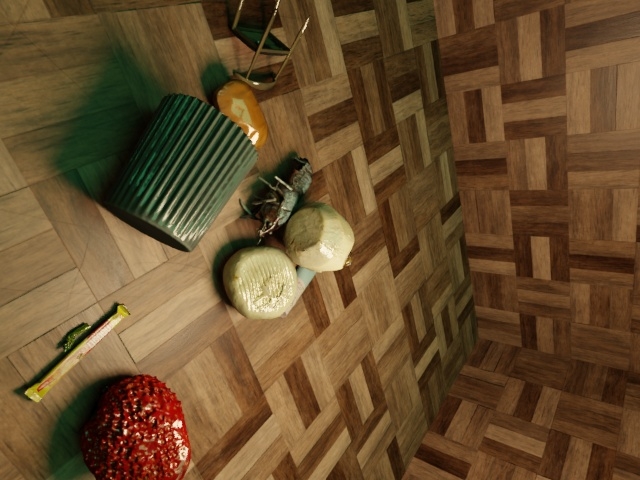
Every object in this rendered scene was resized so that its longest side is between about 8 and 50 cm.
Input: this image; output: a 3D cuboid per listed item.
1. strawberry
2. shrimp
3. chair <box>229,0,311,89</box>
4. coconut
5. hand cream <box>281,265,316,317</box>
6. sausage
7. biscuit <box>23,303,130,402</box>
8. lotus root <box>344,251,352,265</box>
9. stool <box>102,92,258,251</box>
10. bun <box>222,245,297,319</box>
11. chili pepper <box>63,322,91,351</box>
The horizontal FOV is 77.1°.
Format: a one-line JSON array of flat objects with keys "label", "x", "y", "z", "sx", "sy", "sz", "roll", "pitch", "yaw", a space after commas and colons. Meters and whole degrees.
[{"label": "strawberry", "x": -0.476, "y": 0.508, "z": 1.056, "sx": 0.261, "sy": 0.258, "sz": 0.260, "roll": -6, "pitch": 100, "yaw": -37}, {"label": "shrimp", "x": -0.143, "y": -0.160, "z": 1.449, "sx": 0.410, "sy": 0.166, "sz": 0.221, "roll": -47, "pitch": 154, "yaw": -30}, {"label": "chair", "x": -0.191, "y": -0.669, "z": 1.342, "sx": 0.188, "sy": 0.166, "sz": 0.272, "roll": -23, "pitch": 154, "yaw": -47}, {"label": "coconut", "x": 0.000, "y": 0.000, "z": 1.452, "sx": 0.247, "sy": 0.245, "sz": 0.244, "roll": 33, "pitch": 69, "yaw": -58}, {"label": "hand cream", "x": -0.092, "y": 0.169, "z": 1.621, "sx": 0.312, "sy": 0.070, "sz": 0.111, "roll": -55, "pitch": 130, "yaw": -41}, {"label": "sausage", "x": -0.256, "y": -0.402, "z": 1.312, "sx": 0.136, "sy": 0.120, "sz": 0.241, "roll": -43, "pitch": 126, "yaw": -20}, {"label": "biscuit", "x": -0.616, "y": 0.280, "z": 1.036, "sx": 0.292, "sy": 0.026, "sz": 0.048, "roll": -51, "pitch": 133, "yaw": -34}, {"label": "lotus root", "x": 0.018, "y": -0.019, "z": 1.656, "sx": 0.314, "sy": 0.142, "sz": 0.169, "roll": 53, "pitch": 53, "yaw": -27}, {"label": "stool", "x": -0.373, "y": -0.166, "z": 1.081, "sx": 0.297, "sy": 0.297, "sz": 0.330, "roll": 42, "pitch": 66, "yaw": -43}, {"label": "bun", "x": -0.213, "y": 0.146, "z": 1.391, "sx": 0.273, "sy": 0.168, "sz": 0.272, "roll": 2, "pitch": 87, "yaw": -38}, {"label": "chili pepper", "x": -0.627, "y": 0.245, "z": 1.024, "sx": 0.083, "sy": 0.022, "sz": 0.027, "roll": -56, "pitch": 130, "yaw": -35}]
